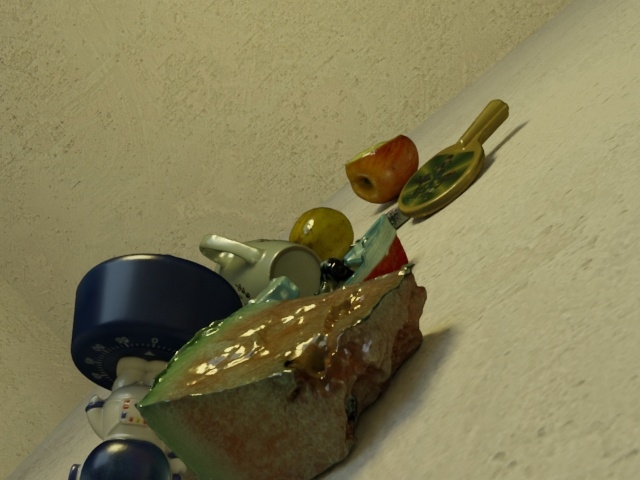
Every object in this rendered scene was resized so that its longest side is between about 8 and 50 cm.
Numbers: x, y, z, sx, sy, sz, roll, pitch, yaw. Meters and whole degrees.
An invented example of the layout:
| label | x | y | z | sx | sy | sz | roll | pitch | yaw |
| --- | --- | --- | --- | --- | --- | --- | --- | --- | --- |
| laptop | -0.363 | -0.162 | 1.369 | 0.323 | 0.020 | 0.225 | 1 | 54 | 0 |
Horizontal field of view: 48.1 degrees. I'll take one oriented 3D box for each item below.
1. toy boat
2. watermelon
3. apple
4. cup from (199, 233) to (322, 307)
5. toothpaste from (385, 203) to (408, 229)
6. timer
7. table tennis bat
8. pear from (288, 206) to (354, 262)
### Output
| label | x | y | z | sx | sy | sz | roll | pitch | yaw |
| --- | --- | --- | --- | --- | --- | --- | --- | --- | --- |
| toy boat | 0.003 | 0.081 | 1.165 | 0.332 | 0.133 | 0.145 | -42 | 6 | -12 |
| watermelon | -0.027 | 0.169 | 0.825 | 0.302 | 0.151 | 0.264 | -15 | 17 | 32 |
| apple | 0.166 | -0.187 | 1.862 | 0.173 | 0.160 | 0.195 | -52 | 20 | -27 |
| cup | -0.131 | 0.065 | 1.515 | 0.234 | 0.258 | 0.186 | -14 | 45 | 61 |
| toothpaste | 0.217 | -0.098 | 1.532 | 0.196 | 0.040 | 0.047 | -40 | 9 | -1 |
| timer | -0.264 | 0.241 | 1.070 | 0.270 | 0.270 | 0.384 | -36 | 39 | 36 |
| table tennis bat | 0.278 | -0.165 | 1.457 | 0.321 | 0.050 | 0.198 | -49 | 21 | -13 |
| pear | 0.000 | 0.000 | 1.647 | 0.162 | 0.149 | 0.149 | -50 | 11 | -32 |
